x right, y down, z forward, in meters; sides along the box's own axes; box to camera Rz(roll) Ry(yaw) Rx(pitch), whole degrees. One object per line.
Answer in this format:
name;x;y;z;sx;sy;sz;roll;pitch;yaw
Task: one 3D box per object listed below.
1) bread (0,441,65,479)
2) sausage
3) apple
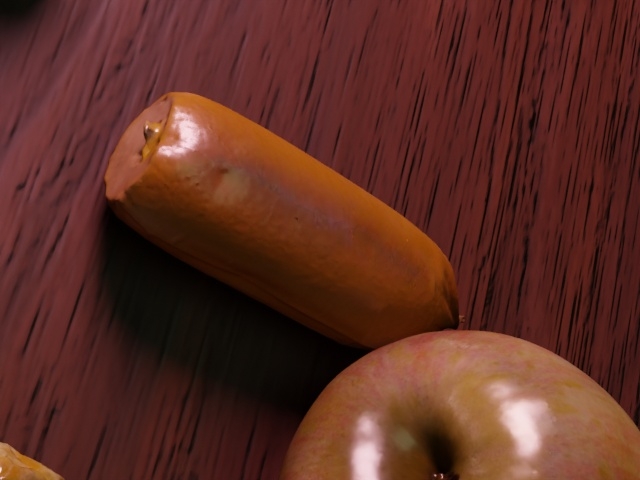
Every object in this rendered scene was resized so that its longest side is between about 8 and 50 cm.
bread;-0.098;0.247;0.719;0.367;0.077;0.084;40;59;-22
sausage;-0.002;0.006;0.823;0.328;0.112;0.112;30;65;-28
apple;0.104;0.195;0.777;0.234;0.257;0.257;54;50;-51
